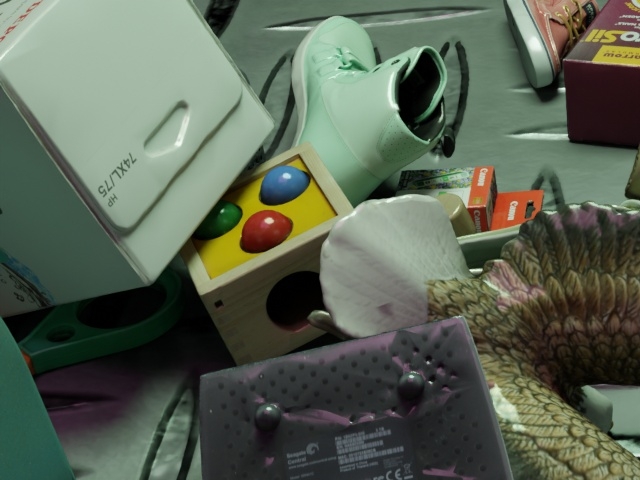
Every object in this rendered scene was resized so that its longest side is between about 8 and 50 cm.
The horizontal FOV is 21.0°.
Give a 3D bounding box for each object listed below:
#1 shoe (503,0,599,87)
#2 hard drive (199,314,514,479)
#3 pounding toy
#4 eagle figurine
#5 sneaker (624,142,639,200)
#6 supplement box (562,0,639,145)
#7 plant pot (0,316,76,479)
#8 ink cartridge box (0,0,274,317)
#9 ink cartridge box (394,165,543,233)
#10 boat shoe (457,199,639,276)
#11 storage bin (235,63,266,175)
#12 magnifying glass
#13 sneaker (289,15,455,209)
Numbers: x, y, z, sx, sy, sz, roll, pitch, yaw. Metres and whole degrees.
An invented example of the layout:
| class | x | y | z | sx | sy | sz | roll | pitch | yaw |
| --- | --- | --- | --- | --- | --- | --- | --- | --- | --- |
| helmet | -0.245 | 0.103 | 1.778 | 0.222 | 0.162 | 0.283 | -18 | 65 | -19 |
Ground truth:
| class | x | y | z | sx | sy | sz | roll | pitch | yaw |
| --- | --- | --- | --- | --- | --- | --- | --- | --- | --- |
| shoe | 0.218 | -0.199 | 1.584 | 0.081 | 0.063 | 0.178 | -14 | 28 | 5 |
| hard drive | 0.030 | 0.180 | 0.926 | 0.172 | 0.054 | 0.254 | -14 | 69 | 11 |
| pounding toy | 0.008 | 0.002 | 1.267 | 0.206 | 0.094 | 0.181 | -27 | 33 | -3 |
| eagle figurine | 0.152 | 0.090 | 1.044 | 0.298 | 0.226 | 0.225 | 13 | 19 | 41 |
| sneaker | 0.273 | -0.051 | 1.313 | 0.071 | 0.066 | 0.188 | 17 | 12 | 9 |
| supplement box | 0.291 | -0.160 | 1.486 | 0.104 | 0.080 | 0.188 | 9 | 37 | 28 |
| plant pot | -0.293 | 0.101 | 1.109 | 0.166 | 0.234 | 0.165 | 10 | 38 | 29 |
| ink cartridge box | -0.219 | -0.078 | 1.309 | 0.270 | 0.197 | 0.198 | -13 | 31 | 41 |
| ink cartridge box | 0.118 | -0.032 | 1.385 | 0.115 | 0.029 | 0.063 | -2 | 33 | 14 |
| boat shoe | 0.212 | 0.022 | 1.212 | 0.302 | 0.094 | 0.109 | -16 | 32 | -8 |
| storage bin | -0.147 | -0.089 | 1.467 | 0.180 | 0.122 | 0.084 | 11 | 39 | 31 |
| magnifying glass | -0.204 | 0.079 | 1.313 | 0.231 | 0.026 | 0.092 | -30 | 37 | -27 |
| sneaker | 0.053 | -0.127 | 1.441 | 0.151 | 0.094 | 0.256 | -34 | 31 | 30 |
